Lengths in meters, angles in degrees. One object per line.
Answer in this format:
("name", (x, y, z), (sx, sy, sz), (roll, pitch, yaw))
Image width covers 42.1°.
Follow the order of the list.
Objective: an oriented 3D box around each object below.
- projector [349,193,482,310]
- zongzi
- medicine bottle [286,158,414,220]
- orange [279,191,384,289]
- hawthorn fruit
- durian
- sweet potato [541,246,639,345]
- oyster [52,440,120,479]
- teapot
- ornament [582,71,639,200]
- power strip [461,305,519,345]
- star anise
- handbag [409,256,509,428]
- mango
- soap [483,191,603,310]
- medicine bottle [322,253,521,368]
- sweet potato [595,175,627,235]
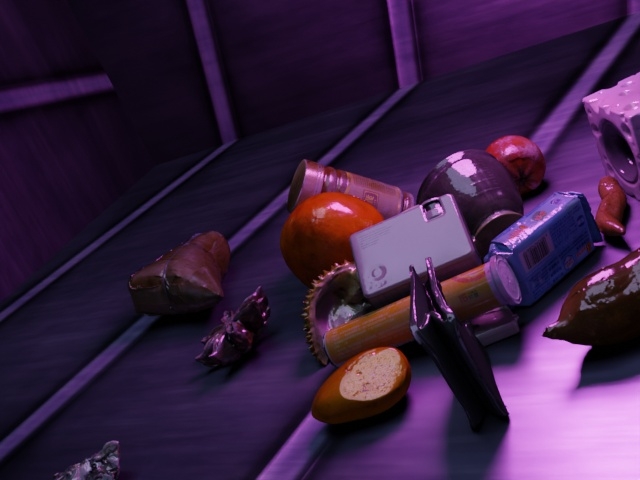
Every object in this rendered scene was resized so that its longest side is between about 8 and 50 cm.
("projector", (0.209, 0.030, 1.831), (0.257, 0.099, 0.192), (-24, 50, 12))
("zongzi", (-0.328, 0.089, 2.470), (0.393, 0.174, 0.356), (-6, 25, 39))
("medicine bottle", (0.084, -0.106, 2.268), (0.323, 0.151, 0.151), (15, 15, -15))
("orange", (0.040, 0.012, 2.106), (0.284, 0.284, 0.226), (-11, 42, 32))
("hawthorn fruit", (0.516, -0.203, 2.231), (0.173, 0.172, 0.173), (-22, 22, 9))
("durian", (0.073, 0.143, 1.946), (0.306, 0.172, 0.166), (-26, 44, -24))
("sweet potato", (0.570, 0.098, 1.512), (0.370, 0.157, 0.158), (-31, 21, 4))
("oyster", (-0.545, 0.541, 1.813), (0.252, 0.087, 0.199), (-22, 18, 43))
("teapot", (0.343, -0.066, 1.972), (0.322, 0.239, 0.239), (1, 35, -26))
("ornament", (0.795, -0.251, 1.929), (0.240, 0.239, 0.240), (-24, 21, 0))
("power strip", (0.315, 0.191, 1.710), (0.192, 0.035, 0.081), (-23, 20, 6))
("star anise", (-0.201, 0.231, 2.093), (0.236, 0.109, 0.223), (-54, 10, -27))
("handbag", (0.242, 0.182, 1.521), (0.079, 0.247, 0.260), (-27, 22, 12))
("mango", (0.080, 0.297, 1.643), (0.217, 0.102, 0.141), (-29, 45, -3))
("soap", (0.473, 0.017, 1.776), (0.293, 0.156, 0.077), (-35, 25, -24))
("medicine bottle", (0.200, 0.157, 1.735), (0.426, 0.108, 0.108), (-25, 19, 26))
("sweet potato", (0.661, -0.065, 1.889), (0.067, 0.059, 0.281), (-2, 29, 22))
